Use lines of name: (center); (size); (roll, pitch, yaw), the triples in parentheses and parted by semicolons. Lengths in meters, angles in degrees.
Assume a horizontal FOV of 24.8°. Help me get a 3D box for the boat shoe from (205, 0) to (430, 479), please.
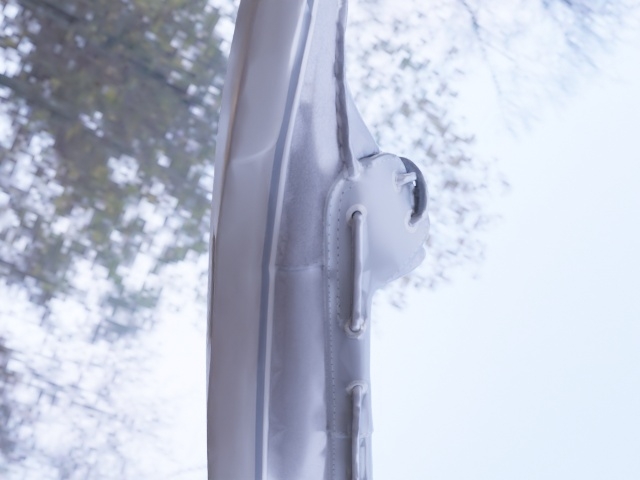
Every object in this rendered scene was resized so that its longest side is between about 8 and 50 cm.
boat shoe: (0.000, 0.000, 0.428); (0.066, 0.063, 0.184); (-112, -155, -74)
